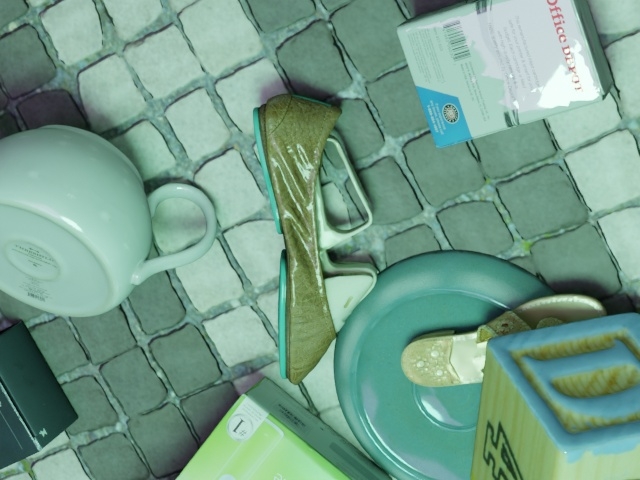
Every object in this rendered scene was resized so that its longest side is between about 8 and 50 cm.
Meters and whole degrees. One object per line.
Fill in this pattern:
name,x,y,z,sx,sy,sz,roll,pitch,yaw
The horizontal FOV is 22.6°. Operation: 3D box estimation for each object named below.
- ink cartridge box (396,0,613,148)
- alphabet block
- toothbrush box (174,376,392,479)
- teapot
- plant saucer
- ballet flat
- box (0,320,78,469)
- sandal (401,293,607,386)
ink cartridge box,0.196,-0.194,1.694,0.191,0.082,0.139,-15,102,22
alphabet block,0.283,0.218,1.680,0.192,0.193,0.197,-9,126,-15
toothbrush box,-0.083,0.340,1.910,0.206,0.122,0.283,39,102,5
teapot,-0.292,-0.044,1.870,0.252,0.187,0.256,-13,130,42
plant saucer,0.159,0.168,1.846,0.318,0.044,0.317,6,109,19
ballet flat,0.000,0.000,1.826,0.124,0.116,0.342,-5,101,3
box,-0.441,0.219,2.041,0.207,0.108,0.153,-25,97,24
sandal,0.195,0.126,1.751,0.240,0.079,0.088,-14,101,23
